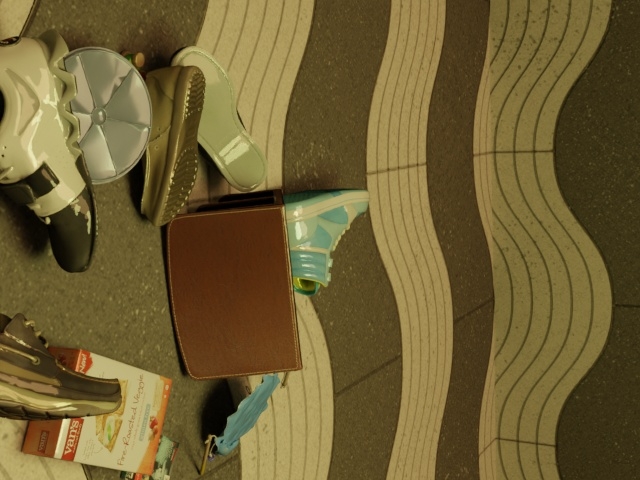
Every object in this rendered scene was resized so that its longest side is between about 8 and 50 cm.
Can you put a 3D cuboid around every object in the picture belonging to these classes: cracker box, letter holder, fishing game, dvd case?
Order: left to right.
[{"bbox_3d":[-0.327,0.260,1.406,0.232,0.067,0.155,34,62,-57],"label":"cracker box"},{"bbox_3d":[-0.282,0.364,1.555,0.119,0.013,0.087,42,55,-54],"label":"dvd case"},{"bbox_3d":[-0.156,0.078,1.663,0.152,0.214,0.301,-108,-168,-76],"label":"letter holder"},{"bbox_3d":[-0.140,0.315,1.731,0.264,0.041,0.189,-44,161,-35],"label":"fishing game"}]

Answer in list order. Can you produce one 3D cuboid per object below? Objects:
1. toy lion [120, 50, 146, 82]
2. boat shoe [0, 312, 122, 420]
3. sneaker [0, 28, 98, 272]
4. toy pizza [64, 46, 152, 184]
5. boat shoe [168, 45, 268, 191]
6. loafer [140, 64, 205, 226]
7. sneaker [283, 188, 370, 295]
[{"bbox_3d":[-0.302,-0.242,1.467,0.100,0.034,0.096,-49,140,-50],"label":"toy lion"},{"bbox_3d":[-0.392,0.153,1.172,0.355,0.132,0.130,21,65,-50],"label":"boat shoe"},{"bbox_3d":[-0.390,-0.101,1.237,0.146,0.122,0.330,-21,113,-34],"label":"sneaker"},{"bbox_3d":[-0.335,-0.183,1.378,0.201,0.032,0.201,-10,104,-46],"label":"toy pizza"},{"bbox_3d":[-0.192,-0.211,1.616,0.114,0.091,0.302,-35,131,-16],"label":"boat shoe"},{"bbox_3d":[-0.251,-0.155,1.503,0.102,0.092,0.268,-28,133,-69],"label":"loafer"},{"bbox_3d":[0.000,0.000,1.952,0.319,0.127,0.208,-15,103,-51],"label":"sneaker"}]
